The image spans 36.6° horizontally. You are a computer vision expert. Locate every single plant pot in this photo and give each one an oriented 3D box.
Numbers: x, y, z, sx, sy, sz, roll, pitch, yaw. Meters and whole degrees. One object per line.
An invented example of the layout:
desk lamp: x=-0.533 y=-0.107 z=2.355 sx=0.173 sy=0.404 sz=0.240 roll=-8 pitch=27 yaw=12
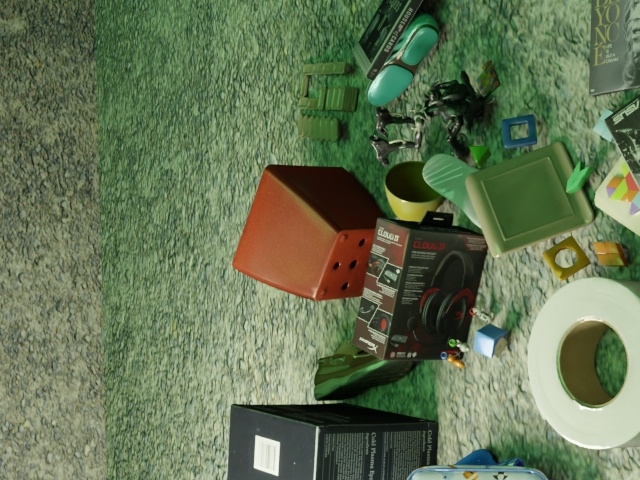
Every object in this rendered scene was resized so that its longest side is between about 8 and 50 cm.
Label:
plant pot: x=0.000 y=0.000 z=2.214 sx=0.235 sy=0.267 sz=0.267 roll=38 pitch=116 yaw=37
plant pot: x=0.199 y=-0.090 z=2.052 sx=0.095 sy=0.134 sz=0.134 roll=90 pitch=157 yaw=-45

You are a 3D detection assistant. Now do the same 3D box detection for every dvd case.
dvd case: x=0.155 y=-0.490 z=2.158 sx=0.239 sy=0.029 sz=0.179 roll=-59 pitch=21 yaw=21
dvd case: x=0.538 y=-0.371 z=1.683 sx=0.164 sy=0.018 sz=0.221 roll=-2 pitch=84 yaw=55

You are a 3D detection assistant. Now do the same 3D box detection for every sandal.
sandal: x=0.316 y=-0.088 z=1.910 sx=0.102 sy=0.076 sz=0.265 roll=-52 pitch=53 yaw=5

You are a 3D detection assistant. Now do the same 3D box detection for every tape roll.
tape roll: x=0.482 y=0.204 z=1.615 sx=0.286 sy=0.100 sz=0.286 roll=-10 pitch=78 yaw=54

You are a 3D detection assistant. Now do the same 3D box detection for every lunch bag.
lunch bag: x=0.293 y=0.517 z=1.744 sx=0.303 sy=0.115 sz=0.243 roll=-6 pitch=59 yaw=31

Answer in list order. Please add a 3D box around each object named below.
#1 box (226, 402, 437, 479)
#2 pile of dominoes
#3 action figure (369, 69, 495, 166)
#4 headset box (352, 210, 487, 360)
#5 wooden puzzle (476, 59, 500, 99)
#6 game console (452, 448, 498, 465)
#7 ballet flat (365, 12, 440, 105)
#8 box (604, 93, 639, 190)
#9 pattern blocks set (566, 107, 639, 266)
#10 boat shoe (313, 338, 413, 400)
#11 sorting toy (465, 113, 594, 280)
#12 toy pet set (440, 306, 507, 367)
box: x=0.020 y=0.453 z=2.057 sx=0.343 sy=0.312 sz=0.179 roll=-2 pitch=85 yaw=56
pile of dominoes: x=0.014 y=-0.347 z=2.432 sx=0.251 sy=0.040 sz=0.196 roll=18 pitch=101 yaw=63
action figure: x=0.244 y=-0.248 z=1.990 sx=0.275 sy=0.141 sz=0.164 roll=-14 pitch=63 yaw=26
headset box: x=0.202 y=0.084 z=1.927 sx=0.110 sy=0.218 sz=0.293 roll=22 pitch=103 yaw=52
wooden puzzle: x=0.340 y=-0.322 z=1.967 sx=0.049 sy=0.006 sz=0.083 roll=-43 pitch=52 yaw=43
game console: x=0.310 y=0.600 z=1.871 sx=0.250 sy=0.173 sz=0.293 roll=-36 pitch=52 yaw=9
ballet flat: x=0.185 y=-0.406 z=2.154 sx=0.247 sy=0.083 sz=0.087 roll=-50 pitch=23 yaw=39
box: x=0.585 y=-0.180 z=1.520 sx=0.231 sy=0.056 sz=0.183 roll=-37 pitch=55 yaw=33
pattern blocks set: x=0.546 y=-0.077 z=1.605 sx=0.325 sy=0.026 sz=0.285 roll=35 pitch=110 yaw=48
boat shoe: x=0.082 y=0.272 z=2.164 sx=0.324 sy=0.123 sz=0.116 roll=-30 pitch=60 yaw=48
sorting toy: x=0.385 y=-0.070 z=1.790 sx=0.196 sy=0.047 sz=0.348 roll=-22 pitch=61 yaw=12
toy pet set: x=0.296 y=0.189 z=1.875 sx=0.114 sy=0.065 sz=0.122 roll=26 pitch=79 yaw=38
